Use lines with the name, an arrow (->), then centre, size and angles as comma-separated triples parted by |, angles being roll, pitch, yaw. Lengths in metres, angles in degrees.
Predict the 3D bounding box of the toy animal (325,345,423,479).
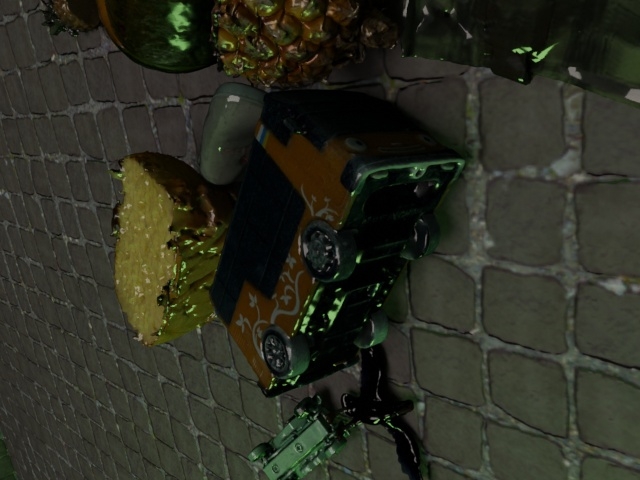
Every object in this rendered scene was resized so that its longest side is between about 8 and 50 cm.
toy animal -> 0.061, 0.195, 0.657 | 0.108, 0.062, 0.220 | -24, 90, 29

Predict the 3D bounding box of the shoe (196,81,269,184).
shoe -> -0.094, -0.094, 0.615 | 0.195, 0.079, 0.078 | 147, 135, -67

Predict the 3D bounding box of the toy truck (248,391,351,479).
toy truck -> -0.019, 0.269, 0.758 | 0.080, 0.078, 0.154 | 48, 117, 17

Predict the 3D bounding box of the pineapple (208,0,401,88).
pineapple -> 0.003, -0.192, 0.475 | 0.137, 0.161, 0.176 | 24, 157, 0

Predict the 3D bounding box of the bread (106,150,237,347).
bread -> -0.177, 0.011, 0.738 | 0.160, 0.147, 0.260 | 43, 133, 33

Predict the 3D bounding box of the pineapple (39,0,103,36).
pineapple -> -0.360, -0.330, 0.814 | 0.159, 0.074, 0.074 | 13, 117, 49

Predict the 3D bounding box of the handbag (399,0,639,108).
handbag -> 0.203, -0.205, 0.267 | 0.325, 0.163, 0.326 | 38, 138, 30

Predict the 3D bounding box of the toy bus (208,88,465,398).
toy bus -> 0.000, 0.000, 0.547 | 0.167, 0.139, 0.275 | 50, 134, 32

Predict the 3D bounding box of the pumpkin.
pumpkin -> -0.140, -0.283, 0.545 | 0.238, 0.159, 0.237 | 46, 144, 49
